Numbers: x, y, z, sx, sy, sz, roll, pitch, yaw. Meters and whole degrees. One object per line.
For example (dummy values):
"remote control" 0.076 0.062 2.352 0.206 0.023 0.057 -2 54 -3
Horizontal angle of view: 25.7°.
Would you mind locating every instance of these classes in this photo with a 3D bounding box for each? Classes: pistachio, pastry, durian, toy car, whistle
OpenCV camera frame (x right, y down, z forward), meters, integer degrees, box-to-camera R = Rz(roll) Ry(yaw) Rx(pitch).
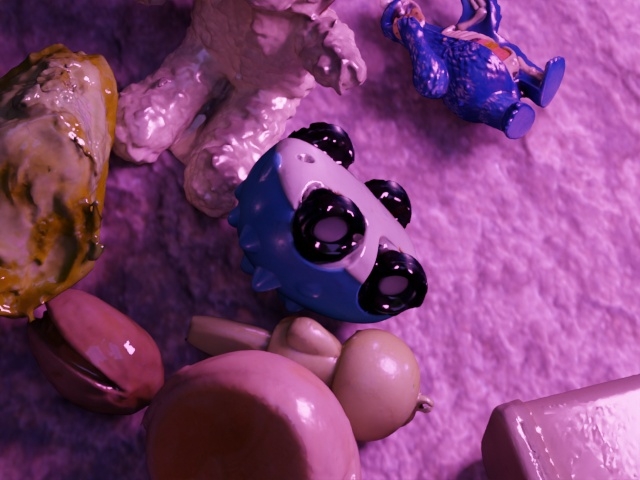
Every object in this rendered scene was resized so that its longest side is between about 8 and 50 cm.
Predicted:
"pistachio" -0.263 0.131 1.640 0.185 0.124 0.124 42 75 16
"pastry" -0.077 0.243 1.565 0.265 0.133 0.265 5 104 19
"durian" -0.329 -0.078 1.628 0.204 0.256 0.339 28 30 -15
"toy car" 0.000 0.000 1.649 0.190 0.255 0.188 -36 37 22
"whistle" -0.004 0.138 1.654 0.294 0.141 0.141 28 74 11

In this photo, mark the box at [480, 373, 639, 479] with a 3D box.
"box" 0.401 0.320 1.580 0.344 0.177 0.352 -14 63 -12

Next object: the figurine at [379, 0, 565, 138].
"figurine" 0.180 -0.227 1.783 0.164 0.120 0.262 -31 61 -19

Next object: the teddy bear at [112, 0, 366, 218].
"teddy bear" -0.091 -0.269 1.640 0.327 0.362 0.375 34 72 6
